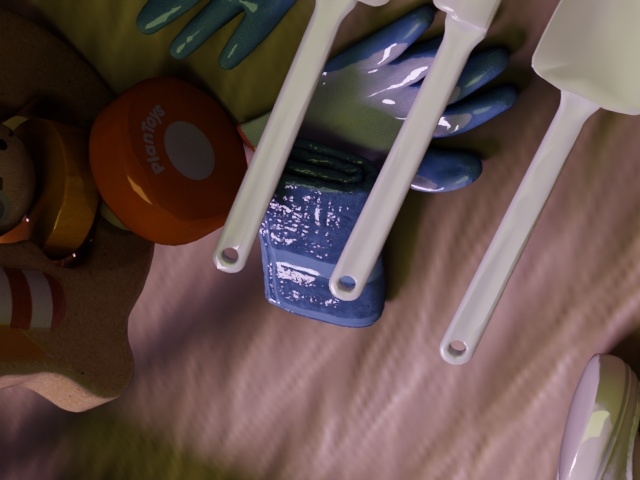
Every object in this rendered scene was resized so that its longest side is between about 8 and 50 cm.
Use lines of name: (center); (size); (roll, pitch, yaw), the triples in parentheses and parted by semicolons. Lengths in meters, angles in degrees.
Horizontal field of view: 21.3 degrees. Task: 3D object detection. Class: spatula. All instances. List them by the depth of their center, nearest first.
spatula: (0.051, -0.056, 0.766); (0.168, 0.019, 0.242); (23, 119, 0)

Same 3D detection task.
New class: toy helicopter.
toy helicopter: (-0.189, 0.028, 0.775); (0.235, 0.355, 0.140); (38, 138, -27)

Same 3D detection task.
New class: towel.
towel: (0.000, 0.000, 0.857); (0.067, 0.029, 0.119); (15, 143, 15)

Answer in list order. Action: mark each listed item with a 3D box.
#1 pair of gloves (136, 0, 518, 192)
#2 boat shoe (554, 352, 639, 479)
pair of gloves: (-0.003, -0.096, 0.802); (0.159, 0.023, 0.198); (-23, 111, 40)
boat shoe: (0.152, 0.132, 0.871); (0.063, 0.066, 0.184); (8, 128, 6)
